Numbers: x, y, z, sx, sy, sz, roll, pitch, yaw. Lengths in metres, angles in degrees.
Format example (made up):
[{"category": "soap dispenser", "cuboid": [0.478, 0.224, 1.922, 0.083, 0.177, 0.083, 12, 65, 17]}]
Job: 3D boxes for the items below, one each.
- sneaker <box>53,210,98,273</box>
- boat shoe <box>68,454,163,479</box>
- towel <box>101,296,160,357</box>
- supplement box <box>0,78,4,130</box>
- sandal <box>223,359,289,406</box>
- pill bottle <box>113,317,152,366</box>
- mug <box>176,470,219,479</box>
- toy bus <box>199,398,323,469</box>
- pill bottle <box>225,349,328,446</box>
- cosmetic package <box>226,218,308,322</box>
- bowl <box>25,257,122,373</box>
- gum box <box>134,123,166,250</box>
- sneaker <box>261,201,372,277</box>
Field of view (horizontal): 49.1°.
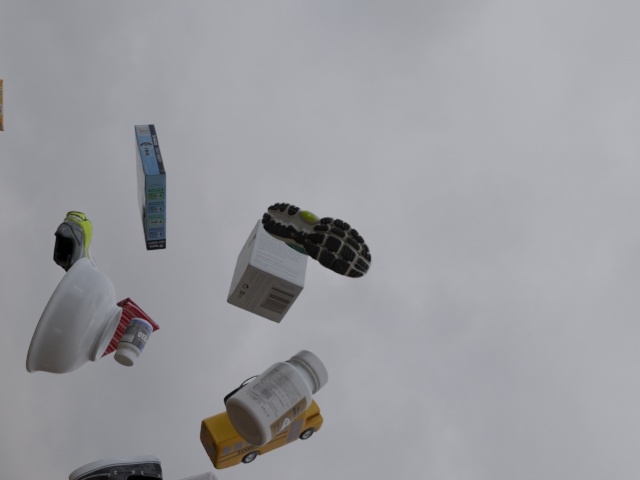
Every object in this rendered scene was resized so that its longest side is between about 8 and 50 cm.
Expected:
[{"category": "sneaker", "cuboid": [-0.775, 0.064, 2.180, 0.111, 0.121, 0.300, 7, -62, 15]}, {"category": "boat shoe", "cuboid": [-0.483, 0.572, 1.681, 0.080, 0.228, 0.076, -53, -131, 28]}, {"category": "towel", "cuboid": [-0.711, 0.308, 2.370, 0.199, 0.275, 0.031, 58, 8, -47]}, {"category": "supplement box", "cuboid": [-0.659, -0.269, 1.386, 0.036, 0.062, 0.098, 150, -64, -65]}, {"category": "sandal", "cuboid": [-0.184, 0.450, 2.160, 0.054, 0.254, 0.097, 36, -38, 48]}, {"category": "pill bottle", "cuboid": [-0.580, 0.315, 2.168, 0.078, 0.137, 0.078, 11, -40, 9]}, {"category": "mug", "cuboid": [-0.401, 0.802, 1.776, 0.374, 0.328, 0.276, -110, -173, -59]}, {"category": "toy bus", "cuboid": [-0.151, 0.494, 1.878, 0.108, 0.332, 0.130, 49, -40, 38]}, {"category": "pill bottle", "cuboid": [-0.094, 0.357, 1.622, 0.131, 0.229, 0.131, 29, -44, 32]}, {"category": "cosmetic package", "cuboid": [-0.129, 0.077, 1.778, 0.151, 0.184, 0.151, 24, -54, -14]}, {"category": "bowl", "cuboid": [-0.568, 0.201, 1.679, 0.134, 0.298, 0.298, 24, -37, -5]}, {"category": "gum box", "cuboid": [-0.325, -0.101, 1.339, 0.184, 0.041, 0.157, 101, -25, -43]}, {"category": "sneaker", "cuboid": [0.000, 0.000, 1.527, 0.275, 0.107, 0.110, 29, -11, 26]}]
